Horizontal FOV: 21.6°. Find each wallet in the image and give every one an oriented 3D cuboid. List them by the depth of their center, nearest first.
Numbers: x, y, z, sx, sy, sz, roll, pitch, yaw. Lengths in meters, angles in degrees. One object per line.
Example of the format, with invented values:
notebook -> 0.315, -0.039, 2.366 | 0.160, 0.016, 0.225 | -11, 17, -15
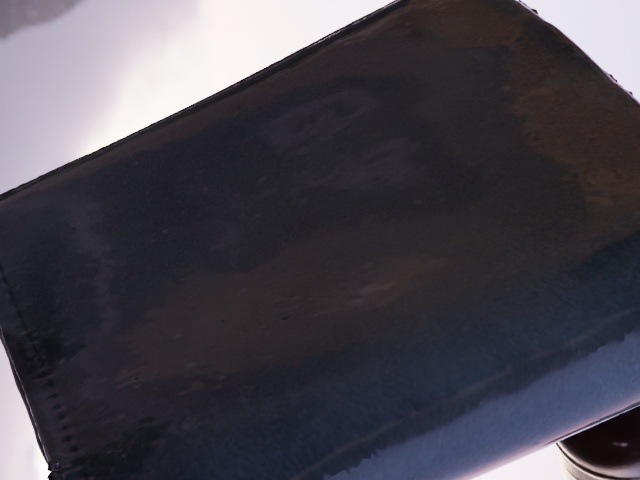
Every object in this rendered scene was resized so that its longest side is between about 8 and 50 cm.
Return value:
wallet -> 0.000, -0.001, 0.615 | 0.290, 0.251, 0.054 | 50, -19, 55

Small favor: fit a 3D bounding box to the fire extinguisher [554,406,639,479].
fire extinguisher -> 0.232, 0.153, 1.168 | 0.337, 0.135, 0.114 | 67, 30, -49
